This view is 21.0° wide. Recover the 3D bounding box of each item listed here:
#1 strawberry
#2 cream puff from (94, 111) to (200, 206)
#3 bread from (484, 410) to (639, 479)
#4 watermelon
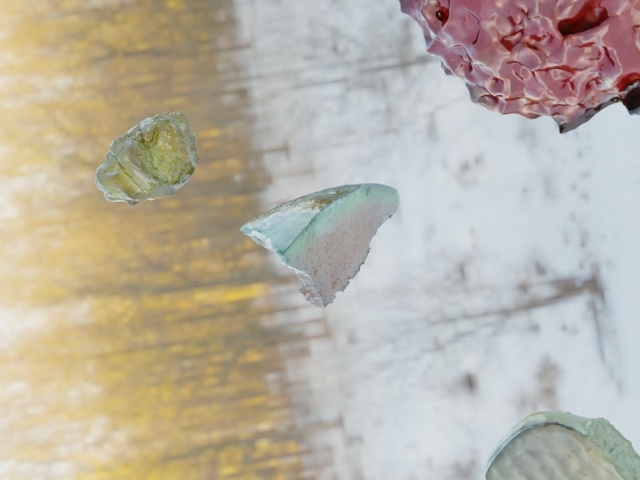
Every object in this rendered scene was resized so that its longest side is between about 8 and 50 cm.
[{"bbox_3d":[0.111,-0.172,0.853,0.236,0.190,0.111,39,170,0],"label":"strawberry"},{"bbox_3d":[-0.126,-0.057,1.297,0.083,0.058,0.083,-57,-18,18],"label":"cream puff"},{"bbox_3d":[0.188,0.260,1.232,0.286,0.207,0.056,57,-154,-5],"label":"bread"},{"bbox_3d":[0.000,-0.011,1.397,0.101,0.155,0.080,9,134,46],"label":"watermelon"}]
